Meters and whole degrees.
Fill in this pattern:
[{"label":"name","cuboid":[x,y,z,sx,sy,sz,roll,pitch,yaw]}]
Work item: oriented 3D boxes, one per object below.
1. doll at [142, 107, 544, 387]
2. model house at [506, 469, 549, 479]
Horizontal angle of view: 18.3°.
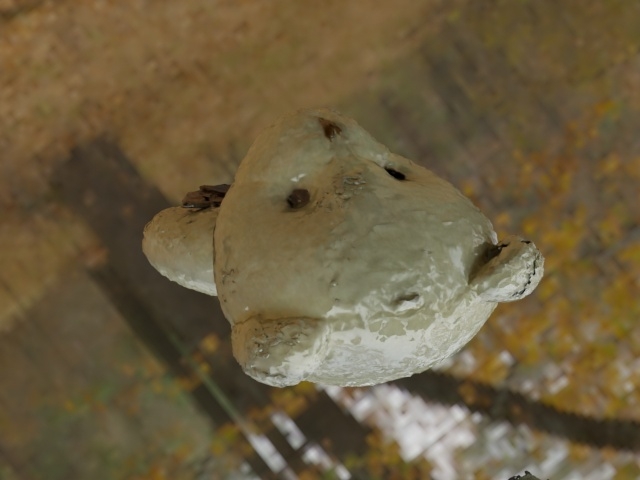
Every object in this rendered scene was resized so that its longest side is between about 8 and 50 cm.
[{"label":"doll","cuboid":[-0.004,-0.001,1.101,0.175,0.149,0.278,-22,-172,-16]},{"label":"model house","cuboid":[0.229,0.299,1.837,0.119,0.148,0.148,-34,-159,-28]}]
